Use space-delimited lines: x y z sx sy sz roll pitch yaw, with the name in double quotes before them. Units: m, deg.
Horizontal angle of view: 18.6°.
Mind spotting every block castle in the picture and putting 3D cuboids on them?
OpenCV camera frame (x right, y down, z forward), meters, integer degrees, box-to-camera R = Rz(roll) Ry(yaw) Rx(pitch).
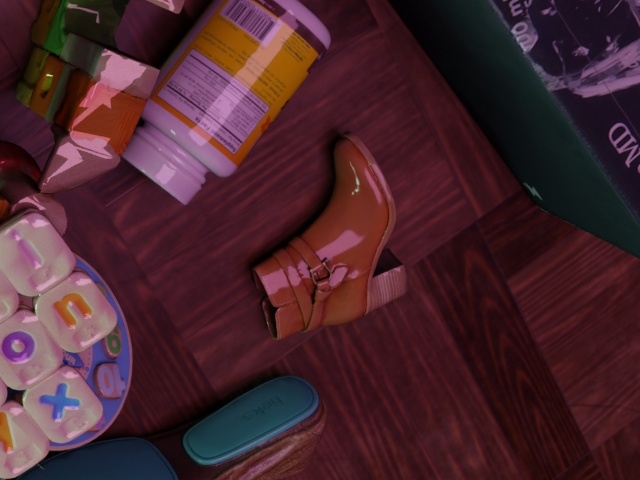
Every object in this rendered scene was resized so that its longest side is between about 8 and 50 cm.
"block castle" -0.292 -0.239 1.680 0.303 0.213 0.453 20 95 -26

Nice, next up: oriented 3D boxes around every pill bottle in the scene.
"pill bottle" -0.095 -0.142 1.854 0.117 0.117 0.215 39 87 -30

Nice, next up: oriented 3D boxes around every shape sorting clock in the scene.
"shape sorting clock" -0.259 0.096 1.839 0.206 0.040 0.206 16 67 -41

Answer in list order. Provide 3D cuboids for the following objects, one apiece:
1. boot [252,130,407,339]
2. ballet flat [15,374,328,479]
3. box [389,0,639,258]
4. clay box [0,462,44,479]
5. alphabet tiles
"boot" 0.000 0.000 1.972 0.152 0.073 0.197 -20 111 -15
"ballet flat" -0.146 0.245 1.969 0.342 0.116 0.124 -22 133 -23
"box" 0.326 -0.314 1.907 0.472 0.297 0.480 -43 119 -6
"clay box" -0.364 0.153 1.810 0.222 0.127 0.053 40 87 -29
"alphabet tiles" -0.320 0.098 1.655 0.284 0.021 0.278 -34 123 -1
